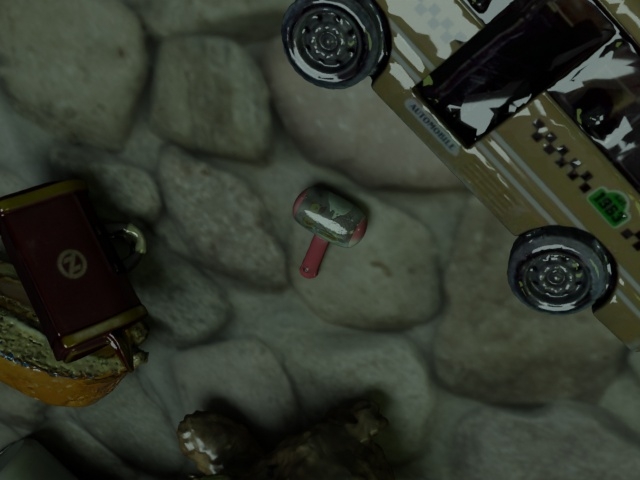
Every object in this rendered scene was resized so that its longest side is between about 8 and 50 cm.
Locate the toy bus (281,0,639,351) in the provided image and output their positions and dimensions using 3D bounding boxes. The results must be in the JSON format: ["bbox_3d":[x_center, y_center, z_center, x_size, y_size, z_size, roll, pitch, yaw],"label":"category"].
[{"bbox_3d":[0.115,-0.094,0.453,0.289,0.139,0.157,45,123,-10],"label":"toy bus"}]

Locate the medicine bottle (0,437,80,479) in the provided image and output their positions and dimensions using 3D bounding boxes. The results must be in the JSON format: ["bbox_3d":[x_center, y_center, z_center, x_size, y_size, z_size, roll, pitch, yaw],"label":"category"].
[{"bbox_3d":[-0.243,0.326,0.881,0.258,0.143,0.143,46,127,-11],"label":"medicine bottle"}]

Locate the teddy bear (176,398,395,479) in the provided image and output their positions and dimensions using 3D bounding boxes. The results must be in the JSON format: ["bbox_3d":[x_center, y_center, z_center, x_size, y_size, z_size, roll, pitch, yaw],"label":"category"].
[{"bbox_3d":[-0.089,0.251,0.715,0.296,0.246,0.222,-4,144,-7],"label":"teddy bear"}]

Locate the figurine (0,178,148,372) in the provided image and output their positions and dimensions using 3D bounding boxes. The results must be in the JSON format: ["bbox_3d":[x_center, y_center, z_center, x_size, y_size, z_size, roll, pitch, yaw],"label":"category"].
[{"bbox_3d":[-0.172,0.028,0.681,0.154,0.098,0.082,62,155,3],"label":"figurine"}]

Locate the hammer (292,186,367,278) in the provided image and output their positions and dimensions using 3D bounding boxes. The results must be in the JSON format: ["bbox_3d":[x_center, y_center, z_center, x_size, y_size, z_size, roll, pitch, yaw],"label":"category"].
[{"bbox_3d":[0.000,0.000,0.637,0.053,0.031,0.083,30,139,6],"label":"hammer"}]

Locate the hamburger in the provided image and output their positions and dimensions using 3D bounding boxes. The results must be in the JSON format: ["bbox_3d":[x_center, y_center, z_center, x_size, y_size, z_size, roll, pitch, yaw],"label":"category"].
[{"bbox_3d":[-0.231,0.095,0.751,0.176,0.087,0.102,18,129,-1],"label":"hamburger"}]
